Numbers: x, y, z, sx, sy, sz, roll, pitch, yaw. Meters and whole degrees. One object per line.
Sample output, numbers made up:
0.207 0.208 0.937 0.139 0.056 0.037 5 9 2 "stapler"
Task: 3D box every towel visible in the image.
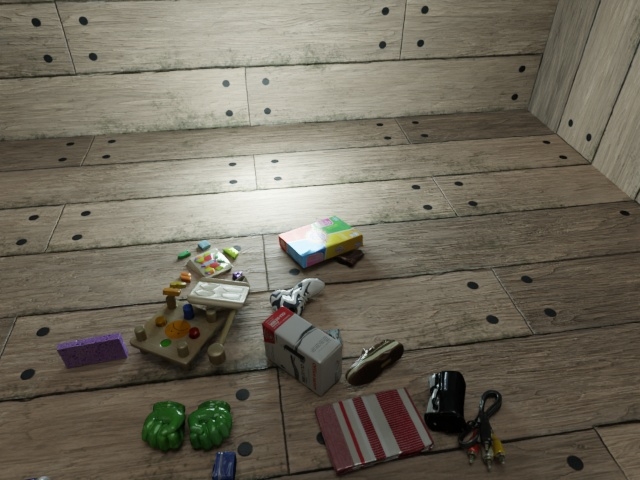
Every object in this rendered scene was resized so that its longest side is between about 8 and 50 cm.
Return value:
0.169 0.603 1.600 0.329 0.037 0.237 -8 37 -14 "towel"

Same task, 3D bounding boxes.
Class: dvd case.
0.019 0.378 1.896 0.120 0.013 0.087 -3 39 -6 "dvd case"

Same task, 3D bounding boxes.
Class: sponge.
-0.813 0.395 1.779 0.210 0.117 0.031 -8 42 -11 "sponge"

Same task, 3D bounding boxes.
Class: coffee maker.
0.434 0.530 1.629 0.171 0.120 0.178 11 38 12 "coffee maker"

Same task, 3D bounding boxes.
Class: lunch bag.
-0.286 0.680 1.468 0.065 0.067 0.098 -1 40 -2 "lunch bag"

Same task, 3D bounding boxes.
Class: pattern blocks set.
-0.493 0.108 2.219 0.325 0.026 0.285 25 44 28 "pattern blocks set"

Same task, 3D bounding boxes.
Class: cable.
0.524 0.603 1.610 0.140 0.072 0.287 -4 23 21 "cable"

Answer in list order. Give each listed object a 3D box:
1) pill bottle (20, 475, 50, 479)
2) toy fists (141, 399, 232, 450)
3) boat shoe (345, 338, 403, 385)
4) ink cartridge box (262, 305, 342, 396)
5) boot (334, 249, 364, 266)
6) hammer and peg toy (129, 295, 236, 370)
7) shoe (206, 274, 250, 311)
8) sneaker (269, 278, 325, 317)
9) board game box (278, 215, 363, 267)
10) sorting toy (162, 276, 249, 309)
-0.854 0.722 1.384 0.170 0.094 0.094 -7 39 -10 "pill bottle"
-0.419 0.582 1.568 0.280 0.096 0.142 0 39 -3 "toy fists"
0.179 0.432 1.783 0.258 0.095 0.095 -20 29 -33 "boat shoe"
-0.064 0.386 1.738 0.273 0.196 0.114 27 47 30 "ink cartridge box"
0.133 0.069 2.271 0.107 0.037 0.114 25 43 23 "boot"
-0.476 0.348 1.838 0.362 0.127 0.266 14 39 17 "hammer and peg toy"
-0.385 0.217 2.056 0.077 0.058 0.219 29 46 31 "shoe"
-0.075 0.248 1.995 0.235 0.094 0.153 -13 42 -16 "sneaker"
0.000 0.000 2.302 0.317 0.064 0.242 -20 34 -24 "board game box"
-0.442 0.205 1.942 0.308 0.041 0.229 7 15 -3 "sorting toy"
